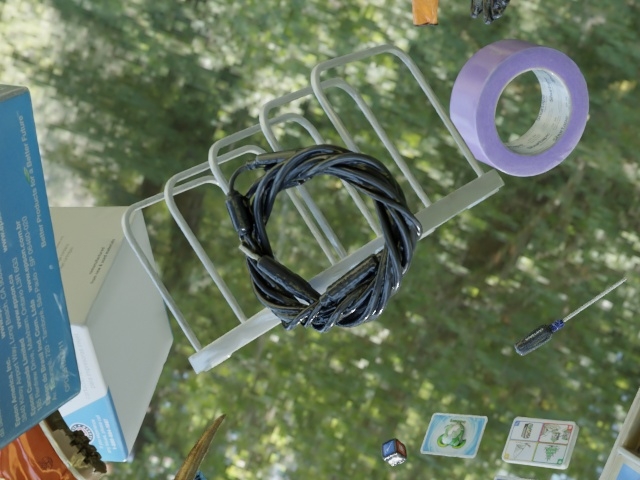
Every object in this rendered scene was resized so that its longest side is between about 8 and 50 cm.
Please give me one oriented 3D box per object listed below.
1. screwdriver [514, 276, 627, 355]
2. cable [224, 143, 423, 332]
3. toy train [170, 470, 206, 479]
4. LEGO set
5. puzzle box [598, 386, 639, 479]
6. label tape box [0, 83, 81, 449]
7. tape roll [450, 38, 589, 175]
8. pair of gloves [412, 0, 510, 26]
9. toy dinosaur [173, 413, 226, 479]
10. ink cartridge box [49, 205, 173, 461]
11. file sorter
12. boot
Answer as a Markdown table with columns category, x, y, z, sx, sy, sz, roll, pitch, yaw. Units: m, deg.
| category | x | y | z | sx | sy | sz | roll | pitch | yaw |
| --- | --- | --- | --- | --- | --- | --- | --- | --- | --- |
| screwdriver | 0.323 | 0.097 | 1.504 | 0.024 | 0.170 | 0.025 | 54 | -171 | -15 |
| cable | 0.000 | 0.000 | 0.927 | 0.184 | 0.151 | 0.047 | -2 | -174 | 39 |
| toy train | -0.165 | 0.291 | 1.078 | 0.184 | 0.080 | 0.105 | -22 | -109 | -30 |
| LEGO set | 0.151 | 0.274 | 1.236 | 0.244 | 0.183 | 0.060 | -4 | 144 | 44 |
| puzzle box | 0.297 | 0.327 | 0.964 | 0.052 | 0.409 | 0.272 | 19 | -174 | -29 |
| label tape box | -0.321 | 0.062 | 0.750 | 0.115 | 0.249 | 0.347 | 11 | -153 | 31 |
| tape roll | 0.289 | -0.193 | 1.704 | 0.189 | 0.189 | 0.080 | 14 | -168 | -26 |
| pair of gloves | 0.083 | -0.167 | 0.708 | 0.010 | 0.074 | 0.083 | -12 | -166 | -42 |
| toy dinosaur | -0.096 | 0.185 | 0.506 | 0.064 | 0.212 | 0.112 | 23 | -166 | -36 |
| ink cartridge box | -0.326 | 0.095 | 1.257 | 0.270 | 0.198 | 0.197 | 0 | -143 | 11 |
| file sorter | -0.015 | -0.035 | 1.085 | 0.173 | 0.277 | 0.193 | 58 | -146 | 2 |
| boot | -0.260 | 0.163 | 1.003 | 0.158 | 0.084 | 0.059 | 50 | -177 | 20 |
